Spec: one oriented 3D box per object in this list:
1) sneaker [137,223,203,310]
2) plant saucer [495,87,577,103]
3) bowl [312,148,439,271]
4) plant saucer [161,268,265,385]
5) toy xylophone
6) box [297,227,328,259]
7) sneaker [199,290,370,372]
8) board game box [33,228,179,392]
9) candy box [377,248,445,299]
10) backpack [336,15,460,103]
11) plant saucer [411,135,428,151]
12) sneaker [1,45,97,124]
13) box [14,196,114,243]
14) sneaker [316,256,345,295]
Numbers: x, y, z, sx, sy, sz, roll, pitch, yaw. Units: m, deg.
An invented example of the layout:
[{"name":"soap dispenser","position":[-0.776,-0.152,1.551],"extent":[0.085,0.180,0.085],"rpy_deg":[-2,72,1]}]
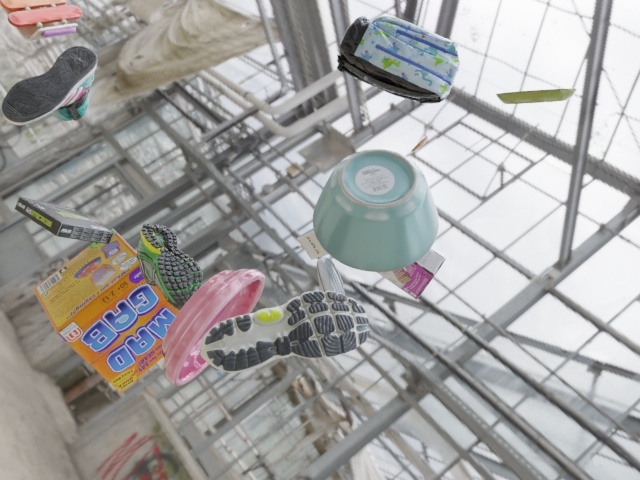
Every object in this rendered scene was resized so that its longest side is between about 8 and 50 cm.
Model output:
[{"name":"sneaker","position":[-0.462,0.098,1.854],"extent":[0.343,0.134,0.146],"rpy_deg":[51,-52,42]},{"name":"plant saucer","position":[0.672,-0.449,1.908],"extent":[0.241,0.241,0.037],"rpy_deg":[-161,-114,-63]},{"name":"bowl","position":[0.135,-0.097,1.443],"extent":[0.311,0.312,0.163],"rpy_deg":[46,-23,28]},{"name":"plant saucer","position":[-0.265,0.193,1.465],"extent":[0.084,0.332,0.332],"rpy_deg":[36,-20,9]},{"name":"toy xylophone","position":[-0.791,-0.636,1.576],"extent":[0.322,0.236,0.081],"rpy_deg":[49,-46,-4]},{"name":"box","position":[0.000,0.000,2.144],"extent":[0.100,0.060,0.244],"rpy_deg":[56,-20,-5]},{"name":"sneaker","position":[-0.057,0.145,0.981],"extent":[0.110,0.276,0.106],"rpy_deg":[136,-54,-71]},{"name":"board game box","position":[-0.734,0.243,2.199],"extent":[0.356,0.357,0.356],"rpy_deg":[30,-24,49]},{"name":"candy box","position":[0.206,0.043,1.675],"extent":[0.234,0.071,0.159],"rpy_deg":[35,-30,10]},{"name":"backpack","position":[0.260,-0.567,1.934],"extent":[0.356,0.273,0.290],"rpy_deg":[37,2,4]},{"name":"plant saucer","position":[0.375,-0.362,2.296],"extent":[0.013,0.083,0.083],"rpy_deg":[47,-17,1]},{"name":"sneaker","position":[-0.697,-0.361,1.579],"extent":[0.124,0.295,0.178],"rpy_deg":[36,-35,-2]},{"name":"box","position":[-0.699,-0.053,1.673],"extent":[0.184,0.045,0.191],"rpy_deg":[24,3,26]},{"name":"sneaker","position":[0.019,0.173,1.668],"extent":[0.094,0.091,0.257],"rpy_deg":[-31,108,-69]}]
